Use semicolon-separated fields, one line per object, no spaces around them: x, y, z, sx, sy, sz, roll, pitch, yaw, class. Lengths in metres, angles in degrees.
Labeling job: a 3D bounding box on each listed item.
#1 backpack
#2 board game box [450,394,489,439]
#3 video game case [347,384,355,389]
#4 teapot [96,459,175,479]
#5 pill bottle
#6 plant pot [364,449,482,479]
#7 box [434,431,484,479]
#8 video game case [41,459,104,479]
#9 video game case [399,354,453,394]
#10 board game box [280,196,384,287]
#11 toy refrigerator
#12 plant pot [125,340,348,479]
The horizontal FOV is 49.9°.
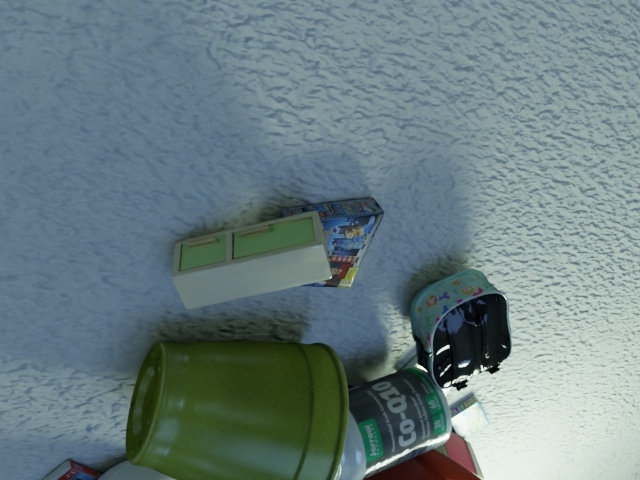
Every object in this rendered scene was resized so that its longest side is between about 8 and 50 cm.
0.318;0.188;1.583;0.225;0.191;0.253;-22;134;-10;backpack
0.438;0.529;2.042;0.103;0.026;0.154;-32;134;0;board game box
0.024;0.446;1.700;0.274;0.026;0.196;22;93;-34;video game case
-0.397;0.631;1.551;0.256;0.187;0.252;-33;131;-20;teapot
0.108;0.441;1.610;0.361;0.204;0.204;-14;132;-27;pill bottle
0.234;0.655;1.779;0.267;0.236;0.267;29;98;-44;plant pot
0.348;0.644;2.006;0.149;0.126;0.232;-33;136;18;box
-0.554;0.619;1.603;0.204;0.025;0.285;-38;134;6;video game case
0.344;0.310;1.814;0.227;0.026;0.206;-47;132;14;video game case
0.000;0.000;1.356;0.194;0.060;0.194;5;124;-29;board game box
-0.124;0.032;1.238;0.270;0.102;0.094;-12;129;4;toy refrigerator
-0.186;0.351;1.379;0.353;0.366;0.366;17;118;-24;plant pot
